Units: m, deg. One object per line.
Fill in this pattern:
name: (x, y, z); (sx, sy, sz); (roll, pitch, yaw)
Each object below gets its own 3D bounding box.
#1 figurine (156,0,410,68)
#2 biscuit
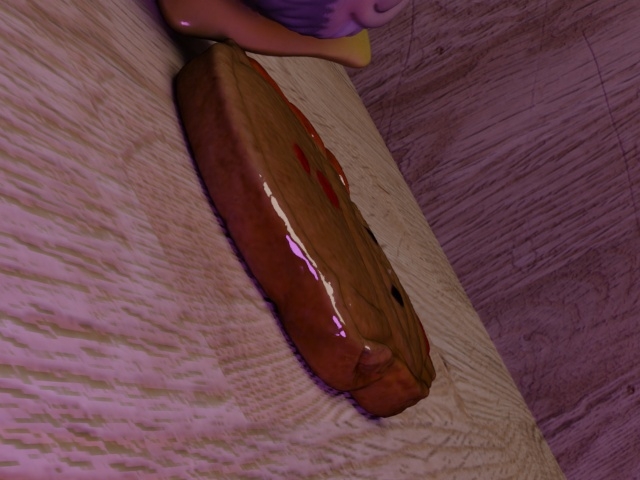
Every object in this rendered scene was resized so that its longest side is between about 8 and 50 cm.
figurine: (-0.001, -0.383, 1.111); (0.266, 0.378, 0.361); (-15, 66, -50)
biscuit: (0.000, 0.000, 1.075); (0.381, 0.074, 0.359); (47, 17, -46)
